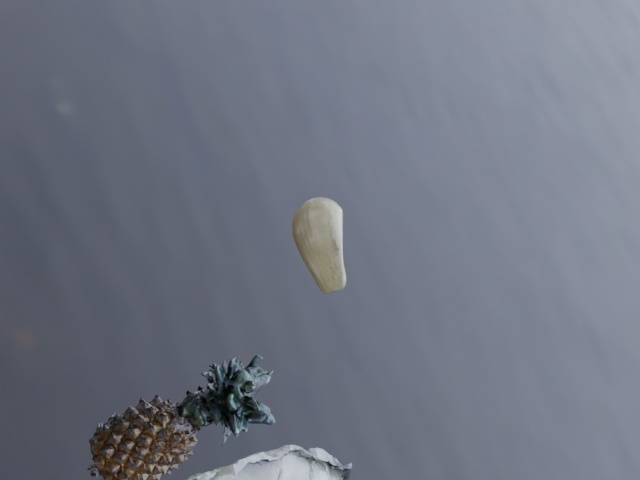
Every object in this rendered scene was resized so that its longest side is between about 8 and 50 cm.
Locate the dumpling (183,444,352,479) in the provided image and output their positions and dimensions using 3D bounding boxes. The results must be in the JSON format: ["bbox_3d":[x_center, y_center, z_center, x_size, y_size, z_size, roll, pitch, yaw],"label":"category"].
[{"bbox_3d":[-0.041,0.152,0.581,0.142,0.172,0.247,32,-31,31],"label":"dumpling"}]

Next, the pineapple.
[{"bbox_3d":[-0.146,0.188,1.663,0.083,0.221,0.103,61,20,-1],"label":"pineapple"}]

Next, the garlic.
[{"bbox_3d":[0.001,0.000,1.300,0.053,0.041,0.083,65,13,-68],"label":"garlic"}]
